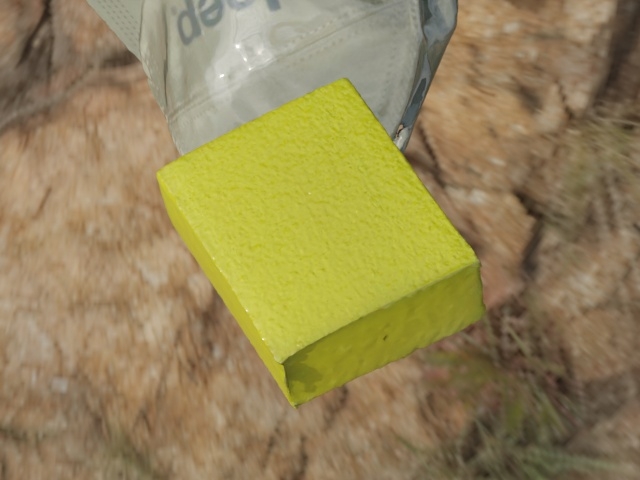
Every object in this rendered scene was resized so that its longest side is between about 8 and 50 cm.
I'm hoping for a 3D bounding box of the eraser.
[{"bbox_3d":[0.000,0.000,0.840,0.097,0.122,0.045,-27,145,-12],"label":"eraser"}]

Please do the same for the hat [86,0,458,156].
[{"bbox_3d":[-0.055,-0.135,1.051,0.214,0.149,0.245,-31,138,27],"label":"hat"}]
